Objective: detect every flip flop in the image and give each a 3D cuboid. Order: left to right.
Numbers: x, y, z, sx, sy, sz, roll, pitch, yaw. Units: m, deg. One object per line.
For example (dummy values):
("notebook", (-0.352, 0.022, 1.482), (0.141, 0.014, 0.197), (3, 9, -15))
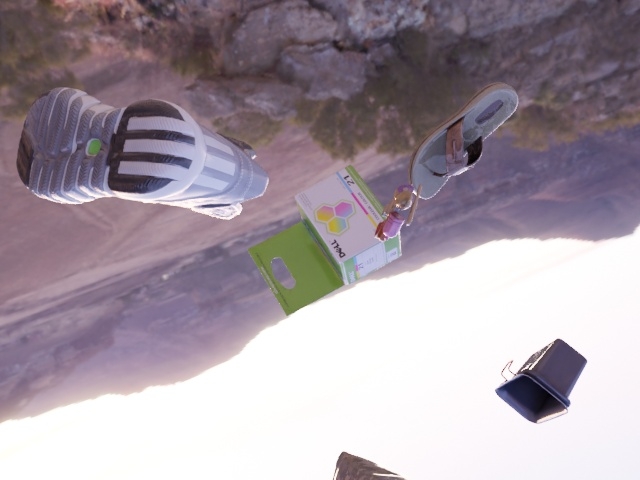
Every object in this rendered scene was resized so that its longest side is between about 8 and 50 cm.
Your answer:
("flip flop", (0.283, -0.188, 1.356), (0.277, 0.080, 0.112), (-43, 131, 16))

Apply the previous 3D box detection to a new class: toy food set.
("toy food set", (0.090, -0.032, 0.880), (0.019, 0.078, 0.122), (23, 160, -9))

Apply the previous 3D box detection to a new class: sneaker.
("sneaker", (-0.129, -0.054, 0.527), (0.228, 0.086, 0.132), (16, 180, 43))

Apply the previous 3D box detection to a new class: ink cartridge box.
("ink cartridge box", (0.000, 0.000, 1.330), (0.255, 0.189, 0.097), (-29, 149, -9))

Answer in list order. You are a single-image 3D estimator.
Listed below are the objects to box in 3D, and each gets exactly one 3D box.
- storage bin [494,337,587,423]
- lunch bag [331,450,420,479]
("storage bin", (0.333, 0.204, 1.043), (0.091, 0.098, 0.135), (-46, 169, -23))
("lunch bag", (0.160, 0.477, 1.106), (0.287, 0.169, 0.235), (25, 171, -13))
